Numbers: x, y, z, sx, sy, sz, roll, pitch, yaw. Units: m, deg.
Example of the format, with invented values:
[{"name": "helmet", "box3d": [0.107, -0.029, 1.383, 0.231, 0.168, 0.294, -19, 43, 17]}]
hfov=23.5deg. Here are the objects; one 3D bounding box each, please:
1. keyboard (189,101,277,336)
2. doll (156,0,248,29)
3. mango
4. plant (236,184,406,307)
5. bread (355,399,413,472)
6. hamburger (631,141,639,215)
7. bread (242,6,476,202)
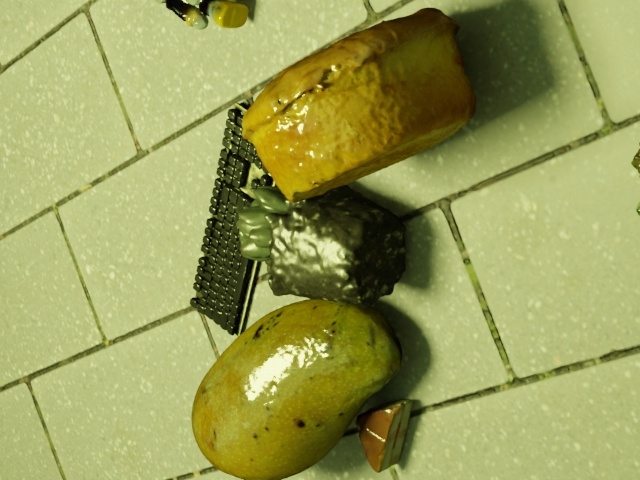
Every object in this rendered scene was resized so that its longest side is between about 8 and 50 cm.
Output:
[{"name": "keyboard", "box3d": [-0.112, -0.023, 1.999, 0.106, 0.027, 0.317, 36, 128, 32]}, {"name": "doll", "box3d": [-0.214, -0.369, 1.925, 0.316, 0.103, 0.145, 32, 141, 25]}, {"name": "mango", "box3d": [-0.040, 0.178, 1.897, 0.176, 0.175, 0.329, 34, 131, -6]}, {"name": "plant", "box3d": [0.000, 0.000, 1.815, 0.194, 0.132, 0.129, 21, 115, 35]}, {"name": "bread", "box3d": [0.074, 0.225, 1.881, 0.062, 0.043, 0.109, 36, 129, 30]}, {"name": "hamburger", "box3d": [0.403, -0.069, 1.339, 0.288, 0.192, 0.167, 38, 140, -2]}, {"name": "bread", "box3d": [0.041, -0.142, 1.635, 0.268, 0.268, 0.145, -28, 88, 48]}]
